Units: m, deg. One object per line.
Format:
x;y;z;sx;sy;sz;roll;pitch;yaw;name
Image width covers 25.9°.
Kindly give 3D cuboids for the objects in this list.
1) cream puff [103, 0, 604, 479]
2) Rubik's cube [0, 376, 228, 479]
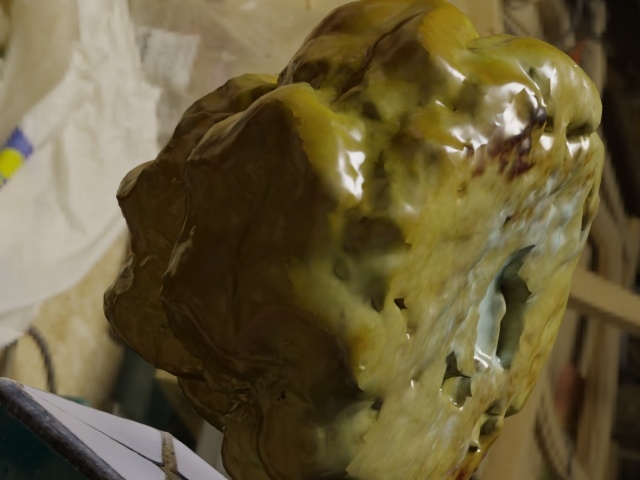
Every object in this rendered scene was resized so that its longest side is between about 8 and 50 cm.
0.000;-0.001;0.815;0.324;0.257;0.291;18;93;-60;cream puff
-0.184;0.289;1.117;0.255;0.260;0.259;30;88;-55;Rubik's cube
